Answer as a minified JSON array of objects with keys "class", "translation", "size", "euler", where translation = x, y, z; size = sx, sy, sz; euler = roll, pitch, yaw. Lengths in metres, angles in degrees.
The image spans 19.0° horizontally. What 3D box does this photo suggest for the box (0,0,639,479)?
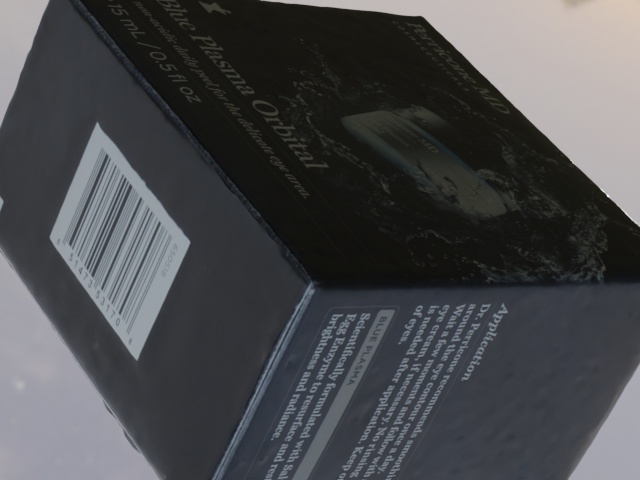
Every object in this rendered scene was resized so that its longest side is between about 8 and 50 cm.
[{"class":"box","translation":[0.000,0.000,0.604],"size":[0.158,0.093,0.156],"euler":[0,-143,-41]}]
